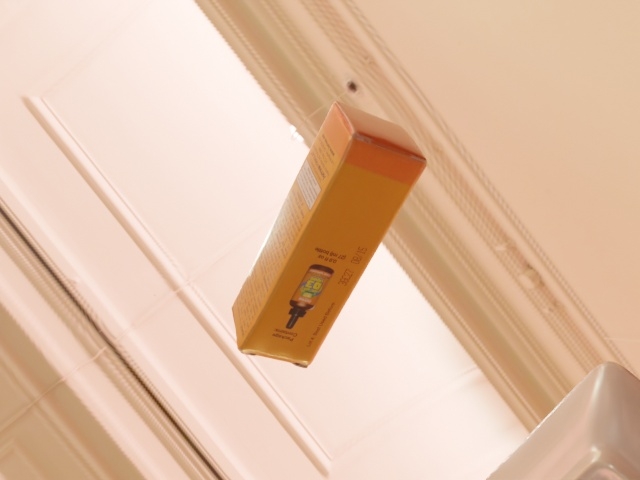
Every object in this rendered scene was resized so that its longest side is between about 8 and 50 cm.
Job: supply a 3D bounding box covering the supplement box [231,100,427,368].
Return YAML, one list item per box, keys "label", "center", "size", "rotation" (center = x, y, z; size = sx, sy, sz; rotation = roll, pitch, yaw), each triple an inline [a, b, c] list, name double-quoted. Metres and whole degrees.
- label: "supplement box"
  center: [0.000, 0.000, 0.753]
  size: [0.078, 0.080, 0.233]
  rotation: [18, -66, -25]

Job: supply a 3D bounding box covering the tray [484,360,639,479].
- label: "tray"
  center: [0.113, 0.197, 0.421]
  size: [0.145, 0.030, 0.270]
  rotation: [42, -57, 15]
